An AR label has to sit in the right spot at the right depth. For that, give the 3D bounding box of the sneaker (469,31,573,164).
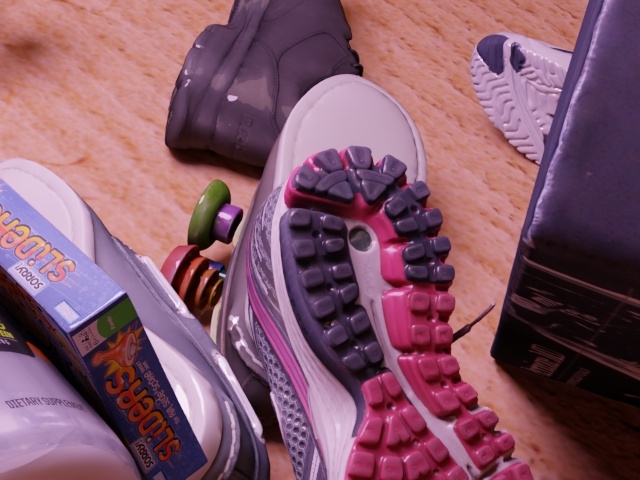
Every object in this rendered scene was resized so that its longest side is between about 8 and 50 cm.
[{"bbox_3d":[0.245,-0.117,1.252,0.235,0.094,0.153,24,38,15],"label":"sneaker"}]

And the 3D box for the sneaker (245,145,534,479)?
[{"bbox_3d":[0.034,0.104,0.839,0.121,0.112,0.299,-5,76,-25],"label":"sneaker"}]

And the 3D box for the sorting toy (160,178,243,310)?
[{"bbox_3d":[-0.071,0.011,1.033,0.042,0.061,0.102,21,62,11],"label":"sorting toy"}]

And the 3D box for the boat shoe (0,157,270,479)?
[{"bbox_3d":[-0.136,0.061,0.951,0.099,0.116,0.319,37,4,-47],"label":"boat shoe"}]

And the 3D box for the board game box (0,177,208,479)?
[{"bbox_3d":[-0.145,0.032,0.813,0.035,0.136,0.201,-37,46,-18],"label":"board game box"}]

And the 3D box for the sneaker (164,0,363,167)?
[{"bbox_3d":[-0.021,-0.148,1.230,0.130,0.109,0.286,22,48,3],"label":"sneaker"}]

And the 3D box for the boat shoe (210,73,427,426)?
[{"bbox_3d":[-0.004,-0.002,1.034,0.109,0.091,0.305,31,39,-10],"label":"boat shoe"}]

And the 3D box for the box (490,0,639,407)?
[{"bbox_3d":[0.358,-0.021,0.806,0.472,0.480,0.297,19,82,8],"label":"box"}]

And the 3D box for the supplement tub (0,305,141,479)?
[{"bbox_3d":[-0.250,0.081,0.789,0.194,0.193,0.316,-22,49,-36],"label":"supplement tub"}]
